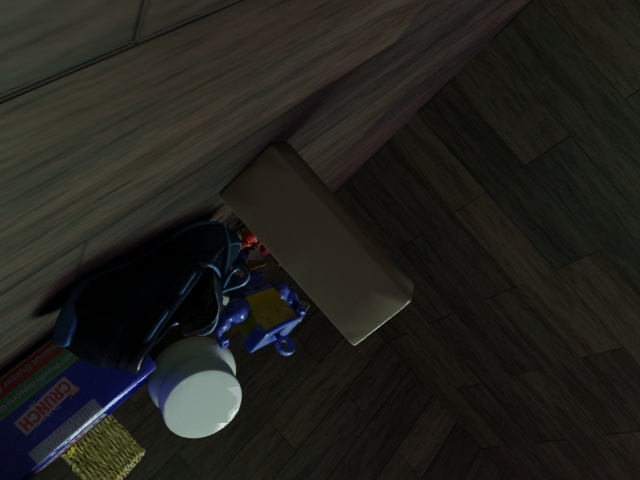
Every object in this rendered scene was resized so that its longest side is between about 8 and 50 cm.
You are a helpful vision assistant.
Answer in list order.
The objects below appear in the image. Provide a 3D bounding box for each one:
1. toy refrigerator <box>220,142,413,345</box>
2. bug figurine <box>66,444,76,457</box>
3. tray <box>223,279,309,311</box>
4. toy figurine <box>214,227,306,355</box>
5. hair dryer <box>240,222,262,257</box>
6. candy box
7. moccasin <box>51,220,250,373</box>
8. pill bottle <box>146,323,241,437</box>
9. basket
[{"bbox_3d":[0.000,0.000,0.761,0.102,0.269,0.094,-42,180,17],"label":"toy refrigerator"},{"bbox_3d":[-0.611,0.427,1.449,0.279,0.072,0.216,-61,-170,-16],"label":"bug figurine"},{"bbox_3d":[-0.162,0.121,1.180,0.145,0.270,0.030,-48,156,-79],"label":"tray"},{"bbox_3d":[-0.113,0.110,0.987,0.191,0.217,0.362,-39,168,34],"label":"toy figurine"},{"bbox_3d":[-0.137,-0.029,1.217,0.293,0.080,0.223,-31,-170,8],"label":"hair dryer"},{"bbox_3d":[-0.380,0.237,0.784,0.268,0.122,0.317,-40,-179,-27],"label":"candy box"},{"bbox_3d":[-0.180,0.076,0.702,0.138,0.116,0.342,-63,172,27],"label":"moccasin"},{"bbox_3d":[-0.253,0.225,1.048,0.161,0.161,0.283,-42,-148,-6],"label":"pill bottle"},{"bbox_3d":[-0.764,0.682,1.770,0.213,0.299,0.223,-40,-176,28],"label":"basket"}]
